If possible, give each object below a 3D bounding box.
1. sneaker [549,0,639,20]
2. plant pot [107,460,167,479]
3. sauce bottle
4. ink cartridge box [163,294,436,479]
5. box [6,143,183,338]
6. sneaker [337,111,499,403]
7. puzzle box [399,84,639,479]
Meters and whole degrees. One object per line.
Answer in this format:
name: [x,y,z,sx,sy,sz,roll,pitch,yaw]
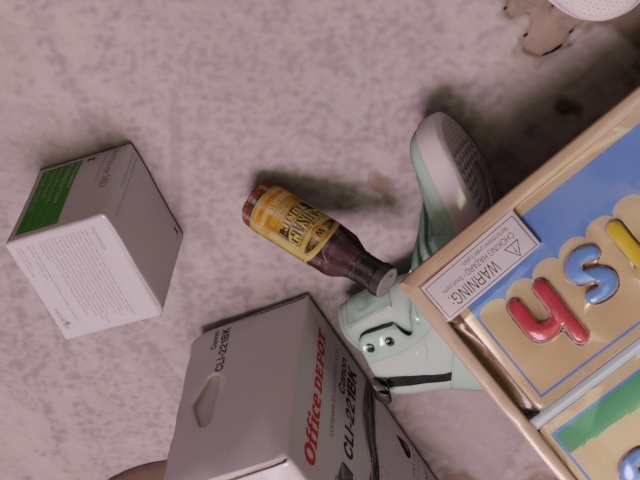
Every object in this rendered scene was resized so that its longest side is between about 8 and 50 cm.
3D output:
sneaker: [0.138,-0.226,0.739,0.108,0.169,0.292,-15,125,14]
plant pot: [-0.114,0.373,1.202,0.284,0.191,0.284,3,127,4]
sauce bottle: [0.000,0.000,0.967,0.128,0.042,0.042,29,131,23]
ink cartridge box: [-0.001,0.212,1.064,0.114,0.197,0.273,-23,121,20]
box: [-0.170,0.001,0.984,0.087,0.101,0.102,-14,124,16]
sneaker: [0.071,0.027,0.983,0.151,0.094,0.256,-10,124,17]
puzzle box: [0.290,0.006,0.833,0.409,0.052,0.272,-40,88,12]
